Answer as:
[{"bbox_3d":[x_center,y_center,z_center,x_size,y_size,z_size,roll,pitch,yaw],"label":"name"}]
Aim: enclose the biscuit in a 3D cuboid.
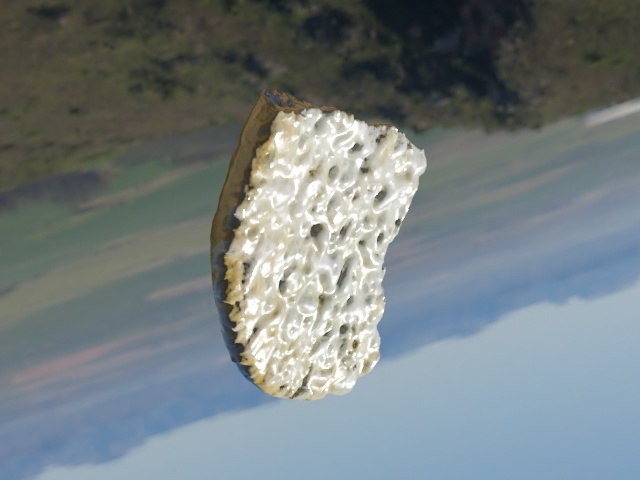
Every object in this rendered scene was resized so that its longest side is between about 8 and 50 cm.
[{"bbox_3d":[0.000,0.000,0.980,0.040,0.265,0.188,23,-123,31],"label":"biscuit"}]
